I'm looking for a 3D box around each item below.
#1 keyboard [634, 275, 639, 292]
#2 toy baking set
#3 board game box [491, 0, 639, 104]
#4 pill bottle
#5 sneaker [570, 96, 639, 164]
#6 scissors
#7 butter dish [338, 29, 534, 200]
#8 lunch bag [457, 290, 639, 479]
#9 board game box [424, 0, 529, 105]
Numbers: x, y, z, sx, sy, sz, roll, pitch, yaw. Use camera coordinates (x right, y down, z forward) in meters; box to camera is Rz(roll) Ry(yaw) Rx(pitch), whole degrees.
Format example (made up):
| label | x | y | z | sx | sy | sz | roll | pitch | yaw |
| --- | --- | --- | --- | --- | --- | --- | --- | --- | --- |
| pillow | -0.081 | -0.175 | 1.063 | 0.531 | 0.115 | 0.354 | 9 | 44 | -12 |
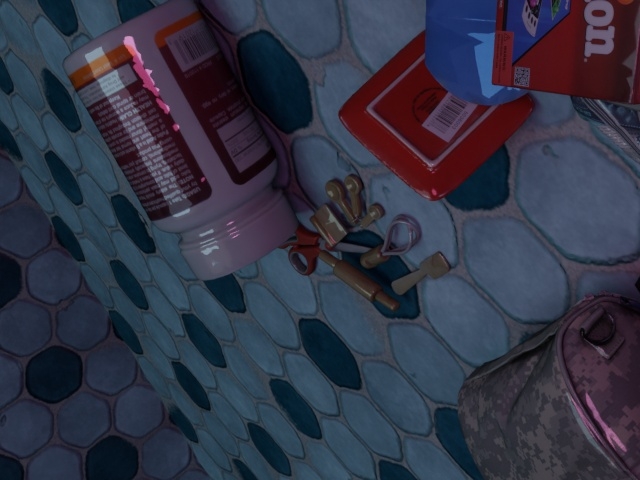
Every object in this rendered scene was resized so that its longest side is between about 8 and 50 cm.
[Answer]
| label | x | y | z | sx | sy | sz | roll | pitch | yaw |
| --- | --- | --- | --- | --- | --- | --- | --- | --- | --- |
| keyboard | 0.449 | 0.097 | 0.849 | 0.317 | 0.033 | 0.201 | 42 | 150 | 23 |
| toy baking set | 0.074 | 0.013 | 1.344 | 0.256 | 0.030 | 0.197 | 39 | 144 | 27 |
| board game box | 0.207 | -0.257 | 0.725 | 0.145 | 0.027 | 0.281 | 20 | 115 | 47 |
| pill bottle | -0.203 | -0.151 | 1.409 | 0.224 | 0.224 | 0.392 | -2 | 119 | 59 |
| sneaker | 0.327 | -0.095 | 0.773 | 0.283 | 0.110 | 0.122 | 45 | 164 | 34 |
| scissors | 0.000 | 0.000 | 1.476 | 0.109 | 0.021 | 0.297 | 58 | 154 | -8 |
| butter dish | 0.129 | -0.125 | 1.015 | 0.160 | 0.160 | 0.118 | 44 | 174 | 21 |
| lunch bag | 0.302 | 0.208 | 1.008 | 0.256 | 0.212 | 0.305 | 46 | 153 | 5 |
| board game box | 0.169 | -0.223 | 0.921 | 0.133 | 0.033 | 0.168 | 16 | 117 | 38 |
